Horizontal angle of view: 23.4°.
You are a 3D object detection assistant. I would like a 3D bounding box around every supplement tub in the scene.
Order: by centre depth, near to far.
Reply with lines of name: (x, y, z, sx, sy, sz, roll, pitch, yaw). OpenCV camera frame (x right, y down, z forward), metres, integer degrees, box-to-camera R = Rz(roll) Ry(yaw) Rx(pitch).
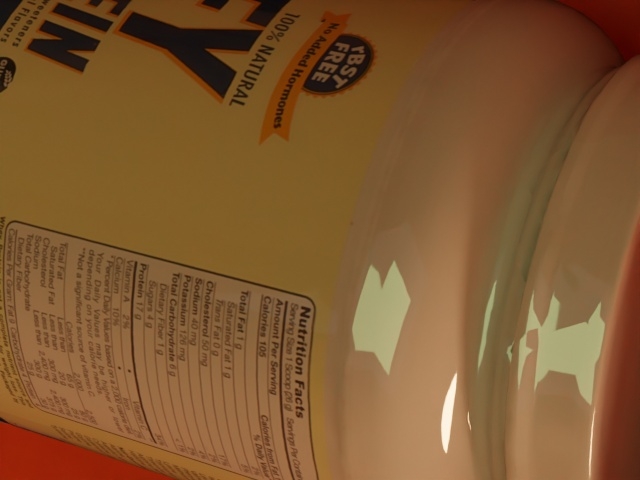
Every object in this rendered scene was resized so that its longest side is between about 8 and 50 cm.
supplement tub: (0.000, 0.000, 0.671, 0.324, 0.235, 0.235, 13, 113, 27)
